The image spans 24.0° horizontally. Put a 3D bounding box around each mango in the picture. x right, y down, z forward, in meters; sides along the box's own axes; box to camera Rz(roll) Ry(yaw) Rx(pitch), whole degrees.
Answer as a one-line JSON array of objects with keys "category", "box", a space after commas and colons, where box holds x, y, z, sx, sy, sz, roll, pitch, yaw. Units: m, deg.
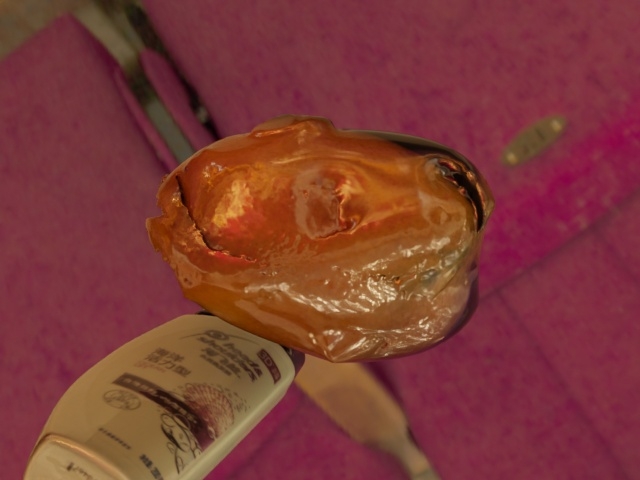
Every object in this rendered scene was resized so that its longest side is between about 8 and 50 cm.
[{"category": "mango", "box": [0.000, 0.000, 1.267, 0.287, 0.201, 0.152, 14, 156, 3]}]

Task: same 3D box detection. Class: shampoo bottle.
[{"category": "shampoo bottle", "box": [-0.130, 0.140, 1.309, 0.134, 0.359, 0.078, 33, 115, 9]}]
